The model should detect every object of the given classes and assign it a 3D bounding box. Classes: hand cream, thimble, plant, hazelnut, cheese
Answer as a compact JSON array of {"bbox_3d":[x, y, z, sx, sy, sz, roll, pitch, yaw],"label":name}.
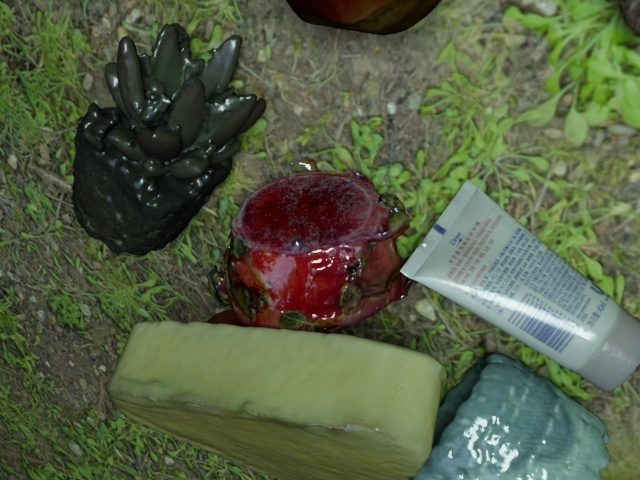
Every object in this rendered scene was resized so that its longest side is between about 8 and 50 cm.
[{"bbox_3d":[0.217,0.056,0.757,0.248,0.133,0.083,38,161,9],"label":"hand cream"},{"bbox_3d":[0.198,0.258,0.817,0.172,0.205,0.250,34,123,8],"label":"thimble"},{"bbox_3d":[-0.204,-0.120,0.889,0.181,0.194,0.321,40,133,5],"label":"plant"},{"bbox_3d":[0.039,-0.269,0.635,0.178,0.204,0.178,7,118,13],"label":"hazelnut"},{"bbox_3d":[-0.019,0.217,0.850,0.383,0.104,0.384,13,153,7],"label":"cheese"}]

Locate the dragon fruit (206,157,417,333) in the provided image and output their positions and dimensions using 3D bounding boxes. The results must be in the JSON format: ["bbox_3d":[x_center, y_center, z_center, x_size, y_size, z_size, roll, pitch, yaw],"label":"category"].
[{"bbox_3d":[0.000,0.000,0.824,0.282,0.211,0.147,-6,114,9],"label":"dragon fruit"}]

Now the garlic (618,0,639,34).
[{"bbox_3d":[0.293,-0.225,0.551,0.147,0.102,0.159,31,129,15],"label":"garlic"}]

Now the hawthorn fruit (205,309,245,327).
[{"bbox_3d":[-0.076,0.227,1.028,0.165,0.165,0.285,-31,100,41],"label":"hawthorn fruit"}]
